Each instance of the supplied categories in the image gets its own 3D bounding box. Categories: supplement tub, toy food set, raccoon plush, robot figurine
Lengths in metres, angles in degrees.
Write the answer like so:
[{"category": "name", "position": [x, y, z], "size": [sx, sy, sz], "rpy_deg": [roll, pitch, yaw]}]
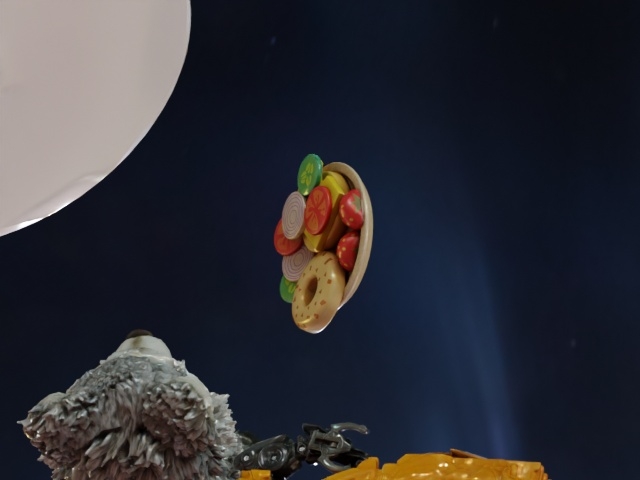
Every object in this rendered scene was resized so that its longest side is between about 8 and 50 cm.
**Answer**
[{"category": "supplement tub", "position": [-0.193, -0.147, 0.774], "size": [0.191, 0.272, 0.191], "rpy_deg": [-27, -33, -19]}, {"category": "toy food set", "position": [0.000, 0.000, 0.931], "size": [0.020, 0.082, 0.083], "rpy_deg": [9, -64, -28]}, {"category": "raccoon plush", "position": [-0.107, 0.298, 1.605], "size": [0.216, 0.446, 0.299], "rpy_deg": [-25, -19, -2]}, {"category": "robot figurine", "position": [0.040, 0.255, 1.500], "size": [0.291, 0.211, 0.085], "rpy_deg": [-2, -33, 24]}]
